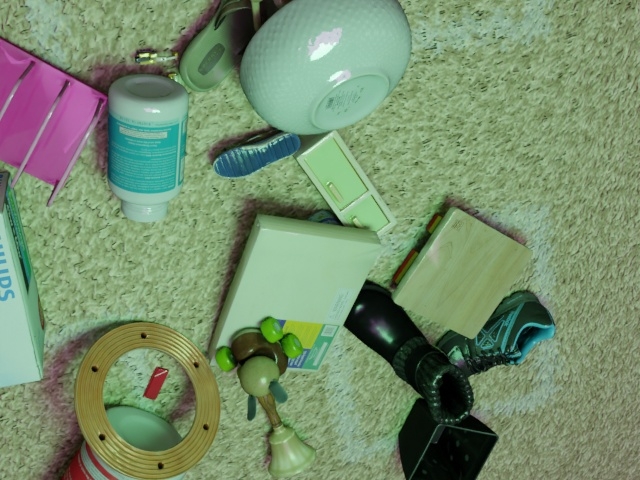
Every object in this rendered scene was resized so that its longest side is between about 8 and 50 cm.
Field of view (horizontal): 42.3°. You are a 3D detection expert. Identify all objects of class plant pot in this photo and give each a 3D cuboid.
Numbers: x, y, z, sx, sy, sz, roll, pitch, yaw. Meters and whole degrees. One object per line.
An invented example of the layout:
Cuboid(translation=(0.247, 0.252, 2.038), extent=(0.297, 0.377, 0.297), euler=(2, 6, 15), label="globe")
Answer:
Cuboid(translation=(0.303, 0.505, 2.095), extent=(0.187, 0.167, 0.188), euler=(16, 109, -25), label="plant pot")

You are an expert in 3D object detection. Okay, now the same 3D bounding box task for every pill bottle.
Cuboid(translation=(-0.329, -0.168, 1.563), extent=(0.146, 0.146, 0.264), euler=(-1, 124, -18), label="pill bottle")
Cuboid(translation=(-0.482, 0.591, 1.835), extent=(0.229, 0.229, 0.408), euler=(27, 103, -27), label="pill bottle")

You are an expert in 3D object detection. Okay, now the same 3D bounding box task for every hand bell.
Cuboid(translation=(-0.109, 0.431, 1.975), extent=(0.126, 0.126, 0.242), euler=(-23, 107, -7), label="hand bell")

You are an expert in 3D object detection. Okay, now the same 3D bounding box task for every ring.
Cuboid(translation=(-0.361, 0.336, 1.741), extent=(0.336, 0.337, 0.032), euler=(29, 142, -28), label="ring")

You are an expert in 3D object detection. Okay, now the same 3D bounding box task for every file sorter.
Cuboid(translation=(-0.549, -0.218, 1.434), extent=(0.290, 0.182, 0.202), euler=(28, 104, -19), label="file sorter")

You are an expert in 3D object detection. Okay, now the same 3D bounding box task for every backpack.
Cuboid(translation=(0.000, 0.000, 1.801), extent=(0.114, 0.084, 0.105), euler=(-34, 122, -4), label="backpack")

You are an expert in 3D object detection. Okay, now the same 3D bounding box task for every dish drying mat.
Cuboid(translation=(-0.373, 0.324, 1.872), extent=(0.032, 0.008, 0.083), euler=(19, 107, -26), label="dish drying mat")

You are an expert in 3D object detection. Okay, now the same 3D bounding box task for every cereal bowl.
Cuboid(translation=(0.028, -0.308, 1.534), extent=(0.339, 0.141, 0.339), euler=(-23, 158, -10), label="cereal bowl")

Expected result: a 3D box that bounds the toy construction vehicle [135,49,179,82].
Cuboid(translation=(-0.317, -0.317, 1.572), extent=(0.098, 0.035, 0.086), euler=(-6, 116, -16), label="toy construction vehicle")

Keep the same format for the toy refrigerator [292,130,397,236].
Cuboid(translation=(0.049, -0.117, 1.757), extent=(0.102, 0.094, 0.269), euler=(-36, 121, 0), label="toy refrigerator")

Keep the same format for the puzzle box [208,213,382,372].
Cuboid(translation=(-0.066, 0.129, 1.797), extent=(0.272, 0.052, 0.409), euler=(8, 128, -22), label="puzzle box")

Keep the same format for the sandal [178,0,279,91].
Cuboid(translation=(-0.149, -0.404, 1.551), extent=(0.120, 0.086, 0.303), euler=(32, 92, -29), label="sandal")

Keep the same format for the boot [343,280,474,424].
Cuboid(translation=(0.195, 0.252, 1.883), extent=(0.131, 0.260, 0.348), euler=(-47, 119, 6), label="boot")

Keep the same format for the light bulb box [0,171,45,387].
Cuboid(translation=(-0.724, 0.092, 1.520), extent=(0.361, 0.225, 0.358), euler=(-10, 117, -13), label="light bulb box")

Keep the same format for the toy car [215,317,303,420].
Cuboid(translation=(-0.120, 0.290, 1.758), extent=(0.155, 0.188, 0.149), euler=(-34, 130, 15), label="toy car")

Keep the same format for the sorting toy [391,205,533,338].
Cuboid(translation=(0.320, 0.067, 1.937), extent=(0.255, 0.089, 0.257), euler=(26, 103, -27), label="sorting toy")

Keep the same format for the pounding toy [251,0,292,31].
Cuboid(translation=(-0.068, -0.477, 1.497), extent=(0.154, 0.269, 0.154), euler=(-20, 81, 31), label="pounding toy")

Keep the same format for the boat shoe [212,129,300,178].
Cuboid(translation=(-0.133, -0.178, 1.682), extent=(0.183, 0.066, 0.066), euler=(-18, 119, -7), label="boat shoe")

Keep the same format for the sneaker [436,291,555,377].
Cuboid(translation=(0.416, 0.260, 2.032), extent=(0.340, 0.140, 0.125), euler=(-37, 123, 3), label="sneaker")
